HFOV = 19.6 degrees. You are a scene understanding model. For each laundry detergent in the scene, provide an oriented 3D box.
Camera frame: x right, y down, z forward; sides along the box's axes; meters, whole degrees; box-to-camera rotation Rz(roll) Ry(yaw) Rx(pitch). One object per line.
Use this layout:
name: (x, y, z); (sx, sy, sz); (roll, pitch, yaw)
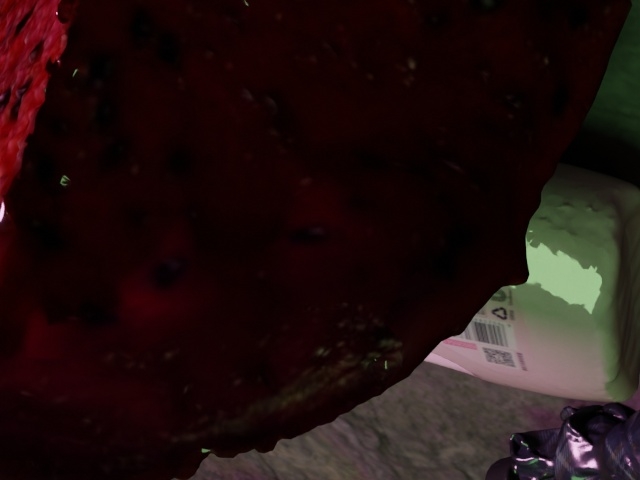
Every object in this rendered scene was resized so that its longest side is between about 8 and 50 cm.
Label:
laundry detergent: (0.000, 0.000, 0.947); (0.335, 0.088, 0.159); (10, 143, 23)

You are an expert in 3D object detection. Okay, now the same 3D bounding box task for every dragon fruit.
dragon fruit: (-0.081, -0.044, 0.746); (0.302, 0.330, 0.240); (1, 136, 33)

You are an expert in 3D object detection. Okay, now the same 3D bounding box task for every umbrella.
umbrella: (0.175, 0.118, 0.999); (0.071, 0.080, 0.224); (8, 159, -34)
